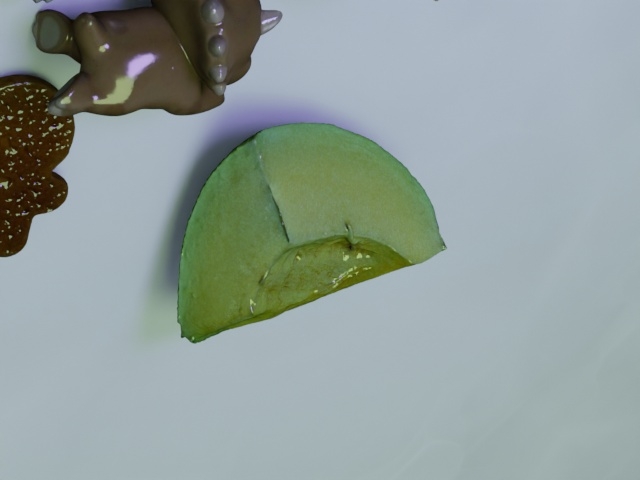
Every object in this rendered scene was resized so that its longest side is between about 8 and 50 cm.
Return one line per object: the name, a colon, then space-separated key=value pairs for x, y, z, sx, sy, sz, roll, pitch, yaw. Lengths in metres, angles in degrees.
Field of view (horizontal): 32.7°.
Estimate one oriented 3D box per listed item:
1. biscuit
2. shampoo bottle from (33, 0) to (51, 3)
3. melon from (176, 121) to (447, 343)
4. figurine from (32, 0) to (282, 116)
biscuit: x=-0.371 y=-0.085 z=1.273 sx=0.180 sy=0.039 sz=0.236 roll=11 pitch=117 yaw=-40
shampoo bottle: x=-0.224 y=-0.331 z=1.136 sx=0.303 sy=0.092 sz=0.092 roll=-33 pitch=139 yaw=-10
melon: x=0.000 y=0.000 z=1.515 sx=0.343 sy=0.226 sz=0.331 roll=-9 pitch=119 yaw=-50
figurine: x=-0.169 y=-0.236 z=1.195 sx=0.247 sy=0.177 sz=0.173 roll=4 pitch=141 yaw=-31
